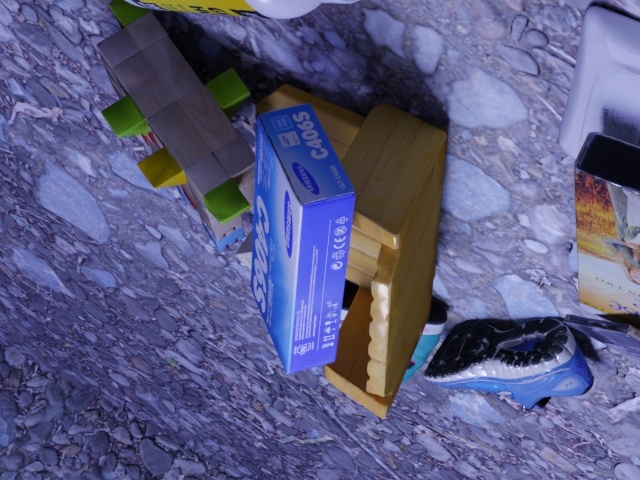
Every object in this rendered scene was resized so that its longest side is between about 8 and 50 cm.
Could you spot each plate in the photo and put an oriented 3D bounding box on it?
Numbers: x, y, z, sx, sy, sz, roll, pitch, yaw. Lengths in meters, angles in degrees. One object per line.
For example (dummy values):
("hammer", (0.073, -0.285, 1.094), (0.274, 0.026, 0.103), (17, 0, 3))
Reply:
("plate", (0.408, -0.122, 1.566), (0.278, 0.045, 0.277), (26, 154, 16))

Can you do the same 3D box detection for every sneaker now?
("sneaker", (0.048, 0.163, 2.282), (0.296, 0.124, 0.178), (14, 117, 0))
("sneaker", (0.300, 0.217, 2.197), (0.147, 0.129, 0.330), (49, 151, -24))

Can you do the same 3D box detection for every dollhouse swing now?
("dollhouse swing", (0.000, 0.000, 1.913), (0.305, 0.315, 0.346), (15, 134, 14))

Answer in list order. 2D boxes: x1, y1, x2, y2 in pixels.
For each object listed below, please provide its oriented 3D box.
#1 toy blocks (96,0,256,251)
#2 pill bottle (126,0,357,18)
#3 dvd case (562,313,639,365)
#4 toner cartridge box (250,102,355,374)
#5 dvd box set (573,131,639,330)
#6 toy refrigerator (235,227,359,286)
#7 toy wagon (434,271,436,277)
("toy blocks", (-0.199, -0.152, 2.037), (0.381, 0.191, 0.261), (54, 171, 17))
("pill bottle", (-0.093, -0.354, 1.578), (0.334, 0.188, 0.188), (12, 147, 39))
("dvd case", (0.472, 0.164, 1.927), (0.221, 0.018, 0.164), (28, 172, -21))
("toner cartridge box", (-0.029, 0.006, 1.775), (0.347, 0.075, 0.165), (95, 155, -49))
("dvd box set", (0.465, 0.038, 1.688), (0.308, 0.062, 0.420), (24, 161, 20))
("toy refrigerator", (-0.014, 0.080, 2.365), (0.269, 0.094, 0.102), (45, 152, -23))
("toy wagon", (0.023, -0.025, 2.166), (0.344, 0.068, 0.267), (24, 153, 20))
